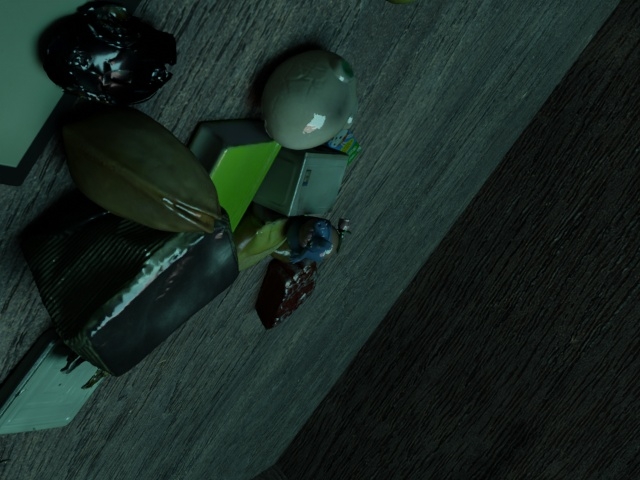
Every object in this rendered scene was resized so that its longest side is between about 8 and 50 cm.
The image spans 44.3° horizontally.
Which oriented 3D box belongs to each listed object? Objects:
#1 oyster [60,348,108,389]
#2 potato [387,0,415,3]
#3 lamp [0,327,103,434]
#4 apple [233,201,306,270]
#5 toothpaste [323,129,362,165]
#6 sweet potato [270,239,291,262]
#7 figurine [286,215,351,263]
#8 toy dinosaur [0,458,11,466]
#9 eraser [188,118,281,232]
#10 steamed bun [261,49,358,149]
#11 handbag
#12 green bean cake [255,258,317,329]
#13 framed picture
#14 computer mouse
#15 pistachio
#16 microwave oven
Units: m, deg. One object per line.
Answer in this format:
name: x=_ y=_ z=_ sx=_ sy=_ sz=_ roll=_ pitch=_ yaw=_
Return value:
oyster: x=-0.383 y=0.154 z=1.611 sx=0.351 sy=0.158 sz=0.162 roll=-55 pitch=-156 yaw=-19
potato: x=0.162 y=-0.540 z=1.391 sx=0.251 sy=0.159 sz=0.174 roll=82 pitch=29 yaw=-55
lamp: x=-0.562 y=0.298 z=1.681 sx=0.266 sy=0.047 sz=0.269 roll=-53 pitch=159 yaw=6
apple: x=-0.154 y=-0.017 z=1.805 sx=0.193 sy=0.120 sz=0.265 roll=-48 pitch=169 yaw=21
toothpaste: x=0.035 y=-0.247 z=1.854 sx=0.065 sy=0.050 sz=0.266 roll=-50 pitch=161 yaw=1
sweet potato: x=-0.066 y=0.018 z=2.127 sx=0.269 sy=0.075 sz=0.075 roll=-14 pitch=142 yaw=-57
figurine: x=0.004 y=-0.004 z=1.748 sx=0.144 sy=0.114 sz=0.178 roll=1 pitch=177 yaw=-14
toy dinosaur: x=-0.788 y=0.532 z=1.638 sx=0.294 sy=0.077 sz=0.162 roll=-19 pitch=154 yaw=-26
eraser: x=-0.207 y=-0.106 z=1.569 sx=0.210 sy=0.092 sz=0.274 roll=-18 pitch=145 yaw=-55
steamed bun: x=-0.006 y=-0.274 z=1.529 sx=0.228 sy=0.130 sz=0.177 roll=-41 pitch=135 yaw=-39
handbag: x=-0.329 y=0.035 z=1.363 sx=0.340 sy=0.240 sz=0.247 roll=-40 pitch=158 yaw=-18
green bean cake: x=-0.097 y=0.132 z=2.252 sx=0.198 sy=0.097 sz=0.233 roll=-38 pitch=159 yaw=-24
framed picture: x=-0.407 y=-0.220 z=1.034 sx=0.347 sy=0.016 sz=0.265 roll=-52 pitch=160 yaw=14
computer mouse: x=-0.283 y=-0.247 z=1.107 sx=0.146 sy=0.077 sz=0.241 roll=-54 pitch=160 yaw=26
pistachio: x=-0.269 y=-0.101 z=1.202 sx=0.163 sy=0.260 sz=0.212 roll=-61 pitch=167 yaw=11
microwave oven: x=-0.051 y=-0.143 z=1.731 sx=0.205 sy=0.129 sz=0.163 roll=-6 pitch=118 yaw=-61
